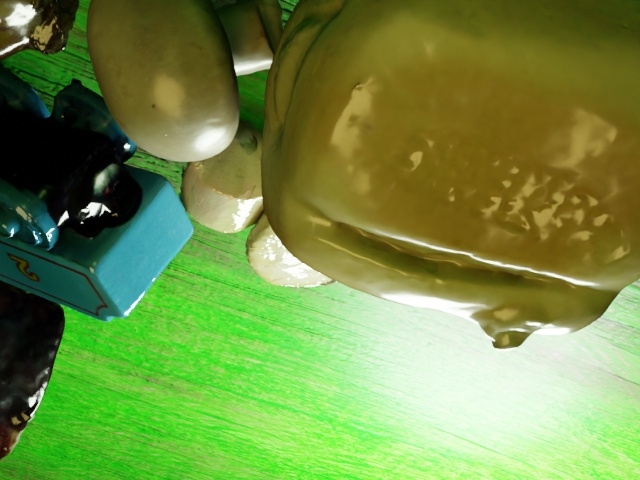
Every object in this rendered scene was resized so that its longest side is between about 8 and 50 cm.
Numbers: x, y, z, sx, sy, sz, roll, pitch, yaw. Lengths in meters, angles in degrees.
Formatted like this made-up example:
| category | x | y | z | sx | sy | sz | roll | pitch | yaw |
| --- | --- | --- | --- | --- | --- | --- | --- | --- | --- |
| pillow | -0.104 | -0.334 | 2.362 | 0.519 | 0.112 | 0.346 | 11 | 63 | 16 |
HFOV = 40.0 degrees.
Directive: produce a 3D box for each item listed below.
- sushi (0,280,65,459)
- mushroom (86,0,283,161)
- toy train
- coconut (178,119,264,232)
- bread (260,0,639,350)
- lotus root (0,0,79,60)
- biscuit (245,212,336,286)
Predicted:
| category | x | y | z | sx | sy | sz | roll | pitch | yaw |
| --- | --- | --- | --- | --- | --- | --- | --- | --- | --- |
| sushi | -0.552 | 0.164 | 1.271 | 0.299 | 0.281 | 0.294 | -38 | 128 | 24 |
| mushroom | -0.126 | -0.186 | 0.870 | 0.204 | 0.204 | 0.204 | 7 | 140 | 6 |
| toy train | -0.323 | -0.050 | 1.018 | 0.300 | 0.188 | 0.265 | 16 | 147 | 30 |
| coconut | -0.103 | -0.079 | 1.017 | 0.116 | 0.116 | 0.122 | 20 | 139 | -10 |
| bread | 0.137 | -0.109 | 0.814 | 0.376 | 0.253 | 0.348 | 12 | 130 | -10 |
| lotus root | -0.420 | -0.276 | 0.810 | 0.397 | 0.179 | 0.196 | 20 | 141 | -14 |
| biscuit | 0.000 | 0.000 | 1.094 | 0.188 | 0.040 | 0.265 | -16 | 155 | -2 |
